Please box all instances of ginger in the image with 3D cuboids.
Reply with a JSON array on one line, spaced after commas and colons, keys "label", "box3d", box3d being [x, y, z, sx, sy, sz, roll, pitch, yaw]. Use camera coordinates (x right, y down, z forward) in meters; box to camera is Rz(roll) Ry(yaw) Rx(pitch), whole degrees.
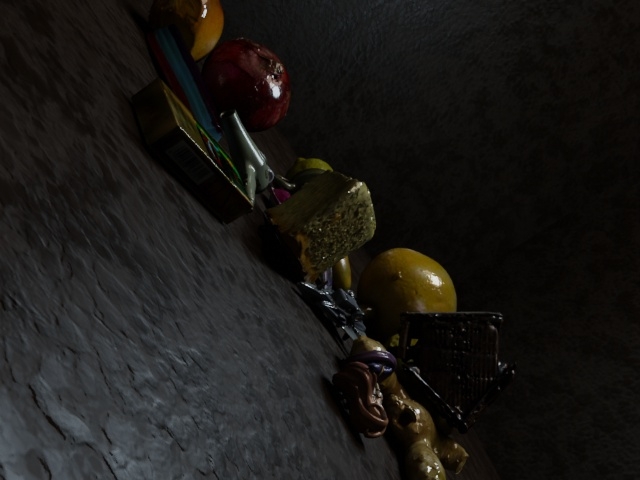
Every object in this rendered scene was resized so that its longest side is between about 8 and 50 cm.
[{"label": "ginger", "box3d": [0.190, 0.395, 1.479, 0.363, 0.122, 0.348, 53, 2, 25]}]

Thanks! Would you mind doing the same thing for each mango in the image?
[{"label": "mango", "box3d": [0.046, 0.075, 1.993, 0.111, 0.089, 0.163, 47, 20, -61]}, {"label": "mango", "box3d": [-0.355, -0.567, 1.774, 0.350, 0.198, 0.201, 129, -46, -82]}]

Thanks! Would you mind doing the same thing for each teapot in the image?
[{"label": "teapot", "box3d": [-0.027, -0.127, 2.017, 0.267, 0.186, 0.175, 28, 9, -11]}]

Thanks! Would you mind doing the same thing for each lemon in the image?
[{"label": "lemon", "box3d": [-0.025, -0.161, 2.188, 0.184, 0.184, 0.249, 5, 61, -82]}]

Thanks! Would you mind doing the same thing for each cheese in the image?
[{"label": "cheese", "box3d": [-0.092, -0.085, 1.853, 0.155, 0.062, 0.244, 58, 4, -5]}]

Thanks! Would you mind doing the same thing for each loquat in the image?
[{"label": "loquat", "box3d": [0.242, 0.188, 2.050, 0.359, 0.328, 0.329, -10, 57, -35]}]

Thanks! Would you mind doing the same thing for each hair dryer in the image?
[{"label": "hair dryer", "box3d": [-0.185, -0.190, 1.532, 0.225, 0.088, 0.219, -83, 156, -71]}]

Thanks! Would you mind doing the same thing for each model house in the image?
[{"label": "model house", "box3d": [0.320, 0.325, 1.614, 0.317, 0.296, 0.283, 53, 34, -74]}]

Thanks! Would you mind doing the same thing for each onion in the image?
[{"label": "onion", "box3d": [-0.210, -0.446, 1.910, 0.276, 0.276, 0.276, 56, 6, -10]}]

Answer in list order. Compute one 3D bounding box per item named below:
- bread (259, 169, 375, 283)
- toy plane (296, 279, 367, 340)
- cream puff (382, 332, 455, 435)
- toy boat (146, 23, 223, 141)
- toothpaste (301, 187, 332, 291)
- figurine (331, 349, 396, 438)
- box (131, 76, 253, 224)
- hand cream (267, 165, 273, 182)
[{"label": "bread", "box3d": [-0.025, -0.078, 1.510, 0.279, 0.248, 0.315, 54, -9, 29]}, {"label": "toy plane", "box3d": [0.031, 0.143, 1.534, 0.267, 0.088, 0.212, 50, 9, -48]}, {"label": "cream puff", "box3d": [0.327, 0.378, 1.836, 0.323, 0.269, 0.274, 50, 13, -23]}, {"label": "toy boat", "box3d": [-0.320, -0.375, 1.551, 0.392, 0.079, 0.136, 63, 8, 29]}, {"label": "toothpaste", "box3d": [0.000, 0.000, 1.813, 0.114, 0.073, 0.300, 24, 57, -82]}, {"label": "figurine", "box3d": [0.075, 0.278, 1.210, 0.114, 0.126, 0.157, 22, 59, -15]}, {"label": "box", "box3d": [-0.223, -0.154, 1.172, 0.240, 0.071, 0.159, 50, 7, -50]}, {"label": "hand cream", "box3d": [-0.186, -0.220, 1.926, 0.076, 0.047, 0.174, 51, 0, -41]}]
